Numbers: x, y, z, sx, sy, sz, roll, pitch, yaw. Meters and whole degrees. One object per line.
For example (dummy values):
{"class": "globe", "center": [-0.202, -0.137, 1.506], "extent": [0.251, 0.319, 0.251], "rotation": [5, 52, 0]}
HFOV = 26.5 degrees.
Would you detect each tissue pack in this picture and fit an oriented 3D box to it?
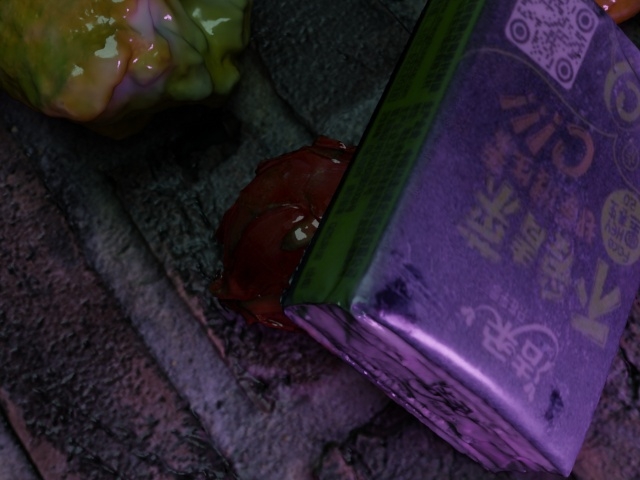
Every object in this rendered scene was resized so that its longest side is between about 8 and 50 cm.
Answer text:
{"class": "tissue pack", "center": [0.164, -0.031, 1.189], "extent": [0.288, 0.124, 0.394], "rotation": [38, 63, -28]}

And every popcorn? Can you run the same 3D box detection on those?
{"class": "popcorn", "center": [-0.221, -0.250, 1.353], "extent": [0.292, 0.294, 0.334], "rotation": [-5, 22, 42]}

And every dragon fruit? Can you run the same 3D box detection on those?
{"class": "dragon fruit", "center": [0.000, 0.000, 1.242], "extent": [0.172, 0.172, 0.209], "rotation": [38, 76, 20]}

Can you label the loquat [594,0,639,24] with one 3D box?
{"class": "loquat", "center": [0.272, -0.303, 1.385], "extent": [0.149, 0.204, 0.172], "rotation": [-20, 107, -19]}
